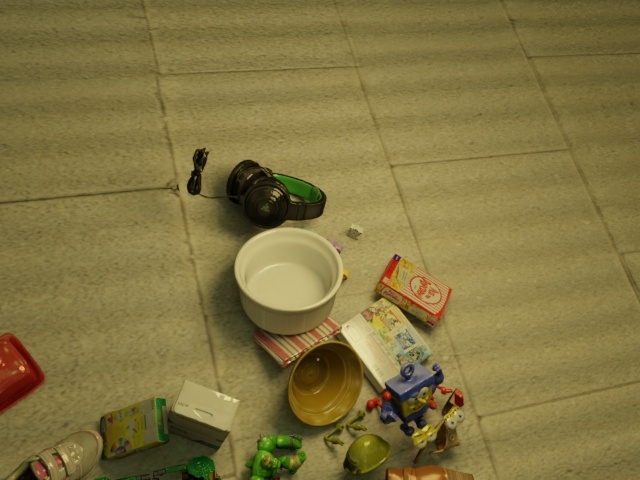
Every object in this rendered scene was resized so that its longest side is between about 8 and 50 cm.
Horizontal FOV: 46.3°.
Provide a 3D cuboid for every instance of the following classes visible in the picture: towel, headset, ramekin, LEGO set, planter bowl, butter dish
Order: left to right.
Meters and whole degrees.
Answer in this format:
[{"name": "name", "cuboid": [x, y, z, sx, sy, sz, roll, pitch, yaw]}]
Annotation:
[{"name": "butter dish", "cuboid": [-0.732, 0.291, 1.694, 0.160, 0.118, 0.160, -36, 77, -29]}, {"name": "LEGO set", "cuboid": [-0.350, 0.632, 1.619, 0.331, 0.192, 0.255, -12, 37, -25]}, {"name": "headset", "cuboid": [-0.165, -0.152, 2.012, 0.394, 0.185, 0.243, 0, 25, -29]}, {"name": "ramekin", "cuboid": [-0.084, 0.111, 1.933, 0.277, 0.135, 0.277, 3, 47, -3]}, {"name": "towel", "cuboid": [-0.060, 0.240, 1.936, 0.197, 0.029, 0.144, -28, 42, -27]}, {"name": "planter bowl", "cuboid": [-0.006, 0.345, 1.867, 0.217, 0.090, 0.217, -6, 102, -29]}]

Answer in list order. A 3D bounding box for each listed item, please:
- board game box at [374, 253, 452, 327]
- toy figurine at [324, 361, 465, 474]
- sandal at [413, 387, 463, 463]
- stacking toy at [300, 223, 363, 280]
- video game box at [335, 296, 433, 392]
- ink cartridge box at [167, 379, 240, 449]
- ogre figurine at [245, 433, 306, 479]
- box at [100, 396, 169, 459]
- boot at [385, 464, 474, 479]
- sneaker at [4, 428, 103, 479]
[{"name": "board game box", "cuboid": [0.260, 0.138, 2.078, 0.193, 0.045, 0.147, 32, 38, 2]}, {"name": "toy figurine", "cuboid": [0.179, 0.378, 1.813, 0.362, 0.217, 0.191, -24, 39, -22]}, {"name": "sandal", "cuboid": [0.328, 0.489, 1.909, 0.079, 0.088, 0.240, 33, 53, 10]}, {"name": "stacking toy", "cuboid": [0.000, 0.000, 2.101, 0.221, 0.052, 0.167, 24, 58, -1]}, {"name": "video game box", "cuboid": [0.169, 0.273, 2.003, 0.187, 0.048, 0.205, -30, 74, -26]}, {"name": "ink cartridge box", "cuboid": [-0.273, 0.404, 1.721, 0.139, 0.191, 0.082, 22, 58, -5]}, {"name": "ogre figurine", "cuboid": [-0.109, 0.542, 1.756, 0.118, 0.097, 0.197, 27, 72, -21]}, {"name": "box", "cuboid": [-0.429, 0.432, 1.704, 0.179, 0.043, 0.105, -21, 63, 22]}, {"name": "boot", "cuboid": [0.254, 0.680, 1.778, 0.220, 0.109, 0.284, 6, 72, -4]}, {"name": "sneaker", "cuboid": [-0.583, 0.502, 1.626, 0.252, 0.111, 0.103, -38, 77, -29]}]
